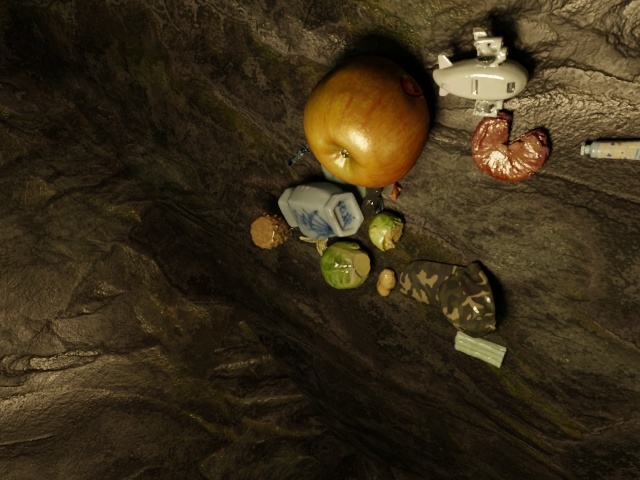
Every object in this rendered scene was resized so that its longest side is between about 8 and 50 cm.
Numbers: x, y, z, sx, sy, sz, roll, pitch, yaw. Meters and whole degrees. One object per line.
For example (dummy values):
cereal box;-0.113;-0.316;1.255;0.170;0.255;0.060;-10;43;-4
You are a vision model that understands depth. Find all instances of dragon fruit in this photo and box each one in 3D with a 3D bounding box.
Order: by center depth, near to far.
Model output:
dragon fruit;0.269;-0.182;1.589;0.060;0.056;0.083;37;167;-30

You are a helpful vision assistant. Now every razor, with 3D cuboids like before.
razor;-0.106;-0.353;1.808;0.044;0.028;0.154;50;144;-8

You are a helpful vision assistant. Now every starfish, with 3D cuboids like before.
starfish;0.000;0.000;2.032;0.208;0.053;0.176;47;144;-9

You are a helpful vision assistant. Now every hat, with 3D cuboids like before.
hat;0.492;0.248;1.684;0.381;0.257;0.367;-3;123;23

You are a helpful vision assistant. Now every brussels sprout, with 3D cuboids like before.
brussels sprout;0.249;-0.041;1.675;0.122;0.149;0.152;35;132;37
brussels sprout;0.114;0.110;1.912;0.244;0.244;0.244;26;140;24

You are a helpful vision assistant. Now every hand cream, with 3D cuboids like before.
hand cream;0.760;-0.230;1.072;0.170;0.043;0.065;8;137;33

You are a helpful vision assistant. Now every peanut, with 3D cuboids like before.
peanut;0.299;0.195;1.918;0.080;0.080;0.175;29;145;20

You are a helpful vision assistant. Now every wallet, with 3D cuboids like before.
wallet;0.115;-0.245;1.681;0.251;0.054;0.291;19;144;39

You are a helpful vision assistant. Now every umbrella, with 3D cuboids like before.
umbrella;0.192;-0.185;1.573;0.066;0.059;0.236;1;138;-3

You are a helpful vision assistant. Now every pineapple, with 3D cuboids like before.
pineapple;-0.190;-0.058;1.985;0.169;0.340;0.169;3;98;22

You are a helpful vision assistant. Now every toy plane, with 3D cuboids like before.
toy plane;0.422;-0.439;1.132;0.252;0.118;0.252;28;153;16

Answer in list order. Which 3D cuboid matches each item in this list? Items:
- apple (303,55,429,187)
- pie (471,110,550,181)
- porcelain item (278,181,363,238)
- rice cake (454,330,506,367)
apple;0.132;-0.356;1.312;0.400;0.333;0.401;26;138;27
pie;0.545;-0.266;1.234;0.218;0.054;0.205;26;140;25
porcelain item;-0.005;-0.128;1.757;0.405;0.178;0.243;13;135;55
rice cake;0.686;0.468;1.835;0.211;0.038;0.124;22;138;29
